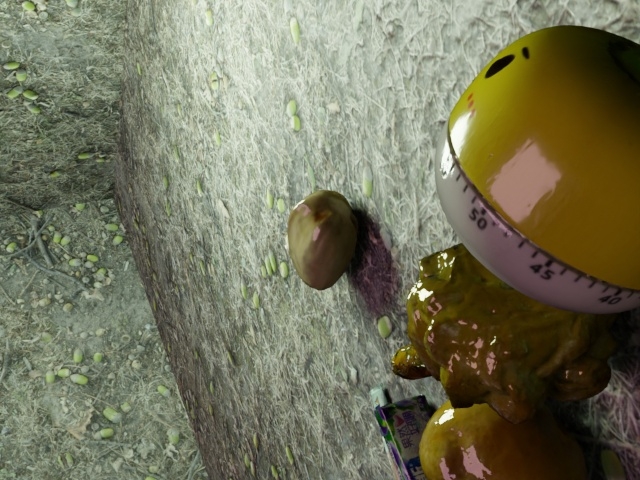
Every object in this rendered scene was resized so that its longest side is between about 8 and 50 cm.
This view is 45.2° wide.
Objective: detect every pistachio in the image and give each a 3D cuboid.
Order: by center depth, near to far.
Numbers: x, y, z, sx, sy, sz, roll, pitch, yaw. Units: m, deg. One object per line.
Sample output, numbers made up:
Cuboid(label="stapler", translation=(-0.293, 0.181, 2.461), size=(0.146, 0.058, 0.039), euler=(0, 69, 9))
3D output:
Cuboid(label="pistachio", translation=(0.000, 0.000, 1.400), size=(0.206, 0.131, 0.129), euler=(105, -173, -45))

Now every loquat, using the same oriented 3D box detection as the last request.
Cuboid(label="loquat", translation=(0.225, 0.290, 0.966), size=(0.213, 0.213, 0.213), euler=(38, 134, 54))

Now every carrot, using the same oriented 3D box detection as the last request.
Cuboid(label="carrot", translation=(0.176, 0.159, 1.102), size=(0.229, 0.069, 0.068), euler=(-39, 66, 60))

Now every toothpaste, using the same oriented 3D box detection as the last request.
Cuboid(label="toothpaste", translation=(0.131, 0.365, 1.402), size=(0.056, 0.036, 0.205), euler=(128, 130, -58))

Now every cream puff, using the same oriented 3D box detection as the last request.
Cuboid(label="cream puff", translation=(0.213, 0.093, 0.878), size=(0.244, 0.244, 0.196), euler=(8, 119, 64))

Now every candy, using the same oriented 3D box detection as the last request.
Cuboid(label="candy", translation=(0.182, 0.405, 1.242), size=(0.061, 0.088, 0.312), euler=(125, 127, -62))

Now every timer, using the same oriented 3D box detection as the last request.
Cuboid(label="timer", translation=(0.260, -0.097, 0.675), size=(0.285, 0.285, 0.285), euler=(38, 134, 54))
